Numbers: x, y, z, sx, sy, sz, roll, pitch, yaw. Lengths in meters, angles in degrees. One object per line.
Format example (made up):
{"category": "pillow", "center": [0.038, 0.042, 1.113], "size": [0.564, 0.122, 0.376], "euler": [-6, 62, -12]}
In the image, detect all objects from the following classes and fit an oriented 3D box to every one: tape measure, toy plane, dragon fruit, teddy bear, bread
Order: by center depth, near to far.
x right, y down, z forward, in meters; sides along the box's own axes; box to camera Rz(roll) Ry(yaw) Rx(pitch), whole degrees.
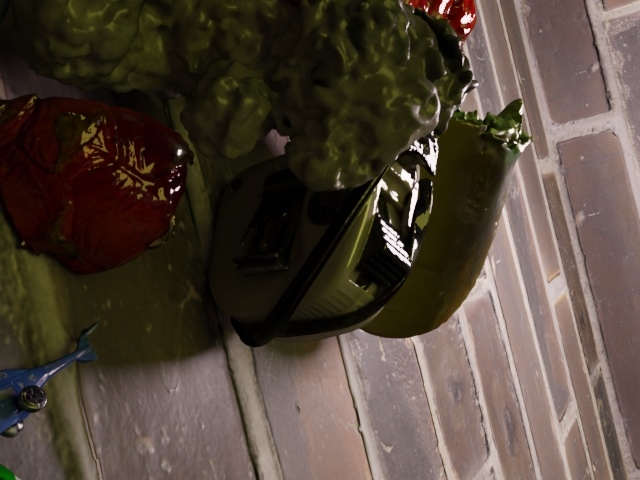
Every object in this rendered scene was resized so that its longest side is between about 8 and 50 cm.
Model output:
{"category": "toy plane", "center": [-0.241, 0.114, 0.593], "size": [0.062, 0.054, 0.167], "euler": [50, 32, 5]}
{"category": "dragon fruit", "center": [-0.207, -0.058, 0.644], "size": [0.161, 0.127, 0.120], "euler": [39, 40, -49]}
{"category": "teddy bear", "center": [-0.029, -0.214, 0.662], "size": [0.224, 0.368, 0.357], "euler": [92, 22, -65]}
{"category": "tape measure", "center": [0.000, 0.000, 0.814], "size": [0.133, 0.271, 0.231], "euler": [40, 45, -46]}
{"category": "bread", "center": [0.148, -0.044, 1.028], "size": [0.251, 0.208, 0.376], "euler": [-31, 141, -66]}

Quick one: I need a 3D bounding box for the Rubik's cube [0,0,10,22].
{"category": "Rubik's cube", "center": [-0.328, -0.220, 0.509], "size": [0.254, 0.255, 0.254], "euler": [30, 54, -52]}

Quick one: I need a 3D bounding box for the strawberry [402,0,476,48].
{"category": "strawberry", "center": [0.097, -0.419, 1.133], "size": [0.312, 0.267, 0.351], "euler": [40, 42, -75]}

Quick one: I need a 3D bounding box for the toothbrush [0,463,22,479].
{"category": "toothbrush", "center": [-0.257, 0.171, 0.520], "size": [0.042, 0.040, 0.418], "euler": [-50, 135, -10]}

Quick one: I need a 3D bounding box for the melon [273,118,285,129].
{"category": "melon", "center": [-0.030, -0.286, 0.909], "size": [0.237, 0.238, 0.301], "euler": [-6, 81, -60]}
